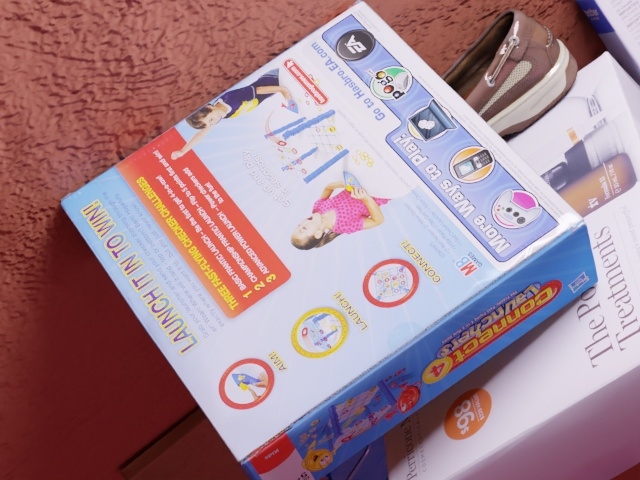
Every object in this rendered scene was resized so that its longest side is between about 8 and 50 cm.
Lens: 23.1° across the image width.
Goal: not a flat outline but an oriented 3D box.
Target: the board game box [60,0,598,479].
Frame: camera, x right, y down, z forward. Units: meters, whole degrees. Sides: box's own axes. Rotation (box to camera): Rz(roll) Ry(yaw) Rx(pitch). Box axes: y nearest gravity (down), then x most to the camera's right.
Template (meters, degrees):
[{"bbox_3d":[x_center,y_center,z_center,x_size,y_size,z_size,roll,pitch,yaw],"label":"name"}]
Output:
[{"bbox_3d":[0.000,0.000,1.216,0.302,0.308,0.086,-34,143,-6],"label":"board game box"}]

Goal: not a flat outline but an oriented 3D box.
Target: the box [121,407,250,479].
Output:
[{"bbox_3d":[-0.083,0.205,1.579,0.201,0.021,0.164,-38,142,-2],"label":"box"}]

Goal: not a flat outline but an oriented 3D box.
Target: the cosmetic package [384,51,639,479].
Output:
[{"bbox_3d":[0.180,0.044,1.300,0.284,0.377,0.097,-37,120,22],"label":"cosmetic package"}]

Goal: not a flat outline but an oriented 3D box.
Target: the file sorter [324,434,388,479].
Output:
[{"bbox_3d":[0.077,0.235,1.600,0.170,0.104,0.118,21,114,-28],"label":"file sorter"}]

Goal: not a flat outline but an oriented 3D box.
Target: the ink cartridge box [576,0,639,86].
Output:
[{"bbox_3d":[0.368,-0.190,1.434,0.186,0.065,0.311,-37,102,-4],"label":"ink cartridge box"}]

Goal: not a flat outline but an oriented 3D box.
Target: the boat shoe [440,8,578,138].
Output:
[{"bbox_3d":[0.101,-0.105,1.390,0.257,0.095,0.095,-44,119,6],"label":"boat shoe"}]
